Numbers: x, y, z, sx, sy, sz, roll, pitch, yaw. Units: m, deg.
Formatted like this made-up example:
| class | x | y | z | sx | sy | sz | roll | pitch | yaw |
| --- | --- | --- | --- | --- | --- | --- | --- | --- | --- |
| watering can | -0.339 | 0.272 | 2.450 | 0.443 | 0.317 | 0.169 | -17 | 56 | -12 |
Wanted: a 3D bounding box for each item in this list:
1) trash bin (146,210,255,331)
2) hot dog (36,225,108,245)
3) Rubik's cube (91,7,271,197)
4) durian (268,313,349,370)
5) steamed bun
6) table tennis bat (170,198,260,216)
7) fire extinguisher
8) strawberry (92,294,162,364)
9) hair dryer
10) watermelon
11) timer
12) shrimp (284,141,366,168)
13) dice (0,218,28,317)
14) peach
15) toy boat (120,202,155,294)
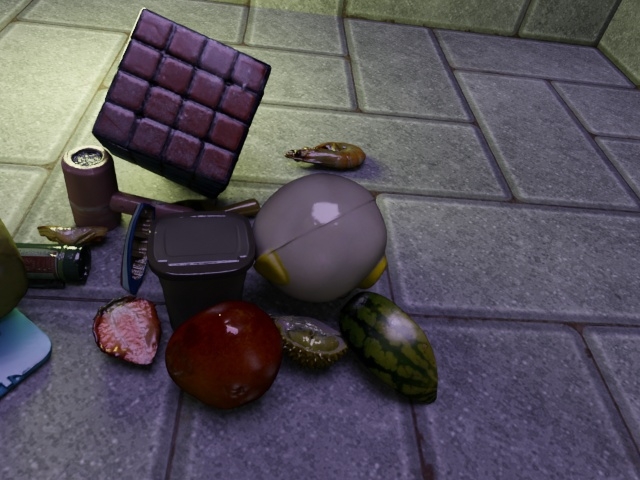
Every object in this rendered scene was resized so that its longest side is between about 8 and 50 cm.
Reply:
| class | x | y | z | sx | sy | sz | roll | pitch | yaw |
| --- | --- | --- | --- | --- | --- | --- | --- | --- | --- |
| trash bin | -0.266 | 0.078 | 1.115 | 0.220 | 0.250 | 0.219 | -2 | 45 | -12 |
| hot dog | -0.640 | -0.007 | 1.263 | 0.169 | 0.061 | 0.078 | 1 | 3 | -12 |
| Rubik's cube | -0.362 | -0.337 | 1.314 | 0.345 | 0.337 | 0.343 | 24 | 84 | -15 |
| durian | -0.047 | 0.228 | 1.107 | 0.208 | 0.102 | 0.146 | 27 | 18 | 22 |
| steamed bun | -0.004 | -0.006 | 1.181 | 0.335 | 0.374 | 0.333 | 0 | 89 | 3 |
| table tennis bat | -0.326 | -0.060 | 1.395 | 0.321 | 0.050 | 0.198 | -17 | 49 | -20 |
| fire extinguisher | -0.718 | 0.051 | 1.172 | 0.295 | 0.118 | 0.093 | 2 | 10 | -8 |
| strawberry | -0.416 | 0.205 | 1.083 | 0.147 | 0.082 | 0.187 | -29 | 63 | -27 |
| hair dryer | -0.490 | -0.113 | 1.297 | 0.353 | 0.210 | 0.125 | 12 | 43 | -1 |
| watermelon | 0.134 | 0.238 | 1.097 | 0.129 | 0.159 | 0.303 | -29 | 57 | -28 |
| timer | -0.728 | 0.236 | 1.016 | 0.250 | 0.091 | 0.232 | 36 | 48 | 9 |
| shrimp | 0.016 | -0.305 | 1.686 | 0.288 | 0.062 | 0.152 | 2 | 43 | -13 |
| dice | -0.740 | 0.042 | 0.948 | 0.233 | 0.238 | 0.227 | -31 | 70 | -38 |
| peach | -0.194 | 0.226 | 0.996 | 0.244 | 0.243 | 0.199 | 3 | 39 | -7 |
| toy boat | -0.459 | 0.019 | 1.219 | 0.046 | 0.080 | 0.228 | 6 | 83 | 18 |
